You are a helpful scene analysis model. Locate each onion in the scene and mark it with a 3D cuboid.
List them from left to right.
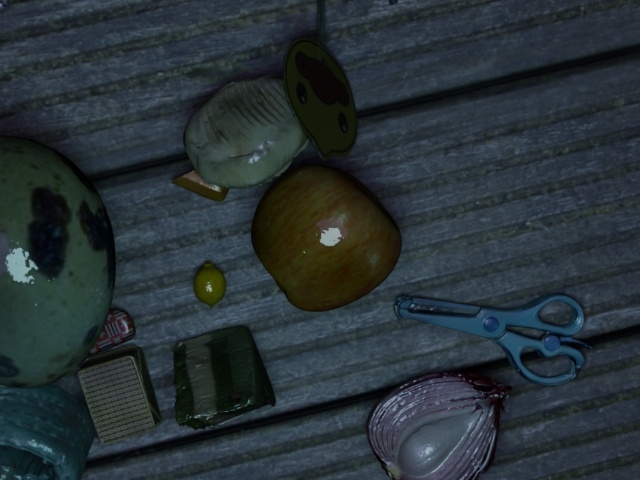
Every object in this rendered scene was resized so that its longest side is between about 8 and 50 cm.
[{"bbox_3d":[0.232,0.342,1.682,0.283,0.120,0.227,-33,94,4],"label":"onion"}]

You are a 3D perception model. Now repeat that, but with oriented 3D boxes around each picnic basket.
[{"bbox_3d":[-0.370,0.286,1.672,0.115,0.079,0.164,-16,96,-1],"label":"picnic basket"}]

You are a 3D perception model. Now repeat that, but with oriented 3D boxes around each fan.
[{"bbox_3d":[0.003,-0.289,1.594,0.011,0.229,0.335,-14,64,32],"label":"fan"}]

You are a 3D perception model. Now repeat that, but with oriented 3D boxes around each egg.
[{"bbox_3d":[-0.516,0.039,1.509,0.345,0.345,0.428,-8,94,-2],"label":"egg"}]

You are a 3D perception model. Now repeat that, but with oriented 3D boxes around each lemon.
[{"bbox_3d":[-0.205,0.081,1.670,0.062,0.062,0.083,-5,82,-2],"label":"lemon"}]

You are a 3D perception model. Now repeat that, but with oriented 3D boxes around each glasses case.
[{"bbox_3d":[-0.441,0.181,1.674,0.194,0.049,0.073,-21,93,0],"label":"glasses case"}]

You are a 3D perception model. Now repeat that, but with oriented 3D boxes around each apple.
[{"bbox_3d":[0.000,0.000,1.575,0.264,0.264,0.264,0,95,-2],"label":"apple"}]

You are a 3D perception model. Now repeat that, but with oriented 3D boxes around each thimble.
[{"bbox_3d":[-0.514,0.348,1.579,0.198,0.143,0.235,-27,123,25],"label":"thimble"}]

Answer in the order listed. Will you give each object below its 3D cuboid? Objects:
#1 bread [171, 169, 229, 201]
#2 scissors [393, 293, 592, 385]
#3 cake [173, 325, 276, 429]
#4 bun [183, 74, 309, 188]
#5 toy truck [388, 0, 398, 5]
[{"bbox_3d":[-0.215,-0.114,1.657,0.103,0.049,0.062,23,94,-6],"label":"bread"},{"bbox_3d":[0.327,0.165,1.714,0.392,0.032,0.180,12,95,-5],"label":"scissors"},{"bbox_3d":[-0.186,0.236,1.586,0.158,0.283,0.172,-20,79,-1],"label":"cake"},{"bbox_3d":[-0.123,-0.177,1.585,0.239,0.239,0.141,-28,130,0],"label":"bun"},{"bbox_3d":[0.122,-0.474,1.651,0.032,0.024,0.083,-12,93,-31],"label":"toy truck"}]
